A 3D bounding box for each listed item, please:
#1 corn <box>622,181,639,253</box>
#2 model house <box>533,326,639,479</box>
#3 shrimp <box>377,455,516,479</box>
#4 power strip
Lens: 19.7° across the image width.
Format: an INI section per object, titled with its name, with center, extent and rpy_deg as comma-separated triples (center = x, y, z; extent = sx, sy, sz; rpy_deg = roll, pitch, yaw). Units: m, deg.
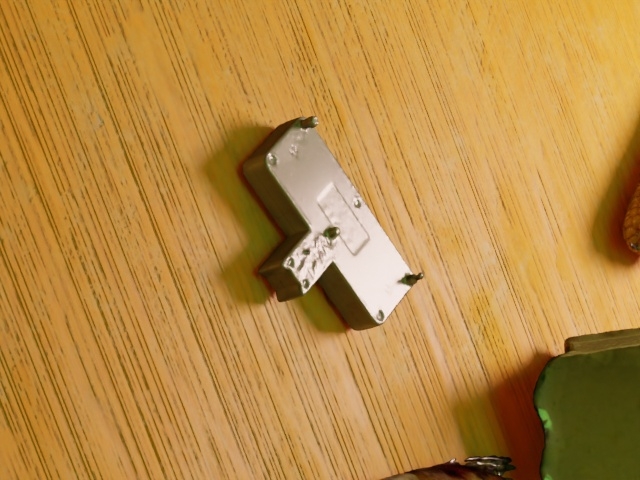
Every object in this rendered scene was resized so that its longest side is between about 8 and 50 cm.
[corn]
center = 0.443, -0.081, 2.228
extent = 0.101, 0.101, 0.310
rpy_deg = 48, 50, -22
[model house]
center = 0.334, 0.205, 2.011
extent = 0.189, 0.195, 0.214
rpy_deg = -43, 121, -80
[shrimp]
center = 0.146, 0.330, 1.822
extent = 0.365, 0.071, 0.233
rpy_deg = -3, 61, -48
[power strip]
center = 0.000, 0.000, 1.822
extent = 0.215, 0.061, 0.145
rpy_deg = 54, 48, -16
